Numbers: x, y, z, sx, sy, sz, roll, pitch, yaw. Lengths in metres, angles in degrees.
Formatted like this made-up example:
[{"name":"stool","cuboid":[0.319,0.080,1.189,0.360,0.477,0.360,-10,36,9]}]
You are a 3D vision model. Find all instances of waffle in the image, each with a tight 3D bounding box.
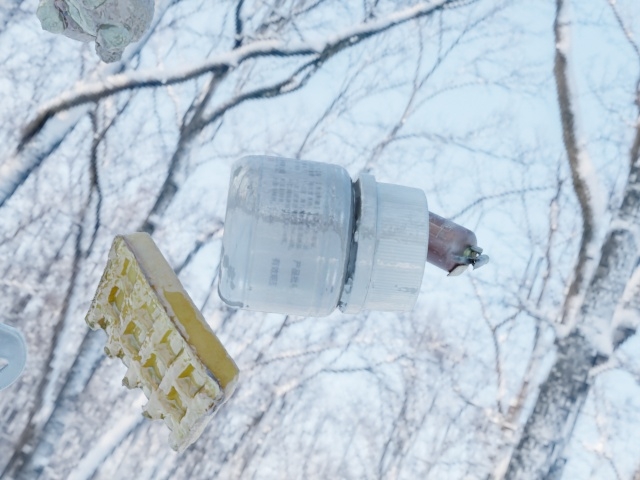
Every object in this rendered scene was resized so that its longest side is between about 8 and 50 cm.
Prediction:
[{"name":"waffle","cuboid":[-0.285,0.185,1.720,0.348,0.077,0.304,54,-39,16]}]

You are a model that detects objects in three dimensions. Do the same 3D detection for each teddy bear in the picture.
[{"name":"teddy bear","cuboid":[-0.406,-0.423,1.697,0.267,0.151,0.236,14,-43,39]}]

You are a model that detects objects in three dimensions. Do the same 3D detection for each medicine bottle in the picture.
[{"name":"medicine bottle","cuboid":[0.000,0.000,1.519,0.306,0.245,0.245,7,-24,-5]}]

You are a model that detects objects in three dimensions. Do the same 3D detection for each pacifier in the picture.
[{"name":"pacifier","cuboid":[-0.698,0.221,1.825,0.279,0.227,0.207,50,6,-30]}]

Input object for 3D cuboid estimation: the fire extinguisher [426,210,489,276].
[{"name":"fire extinguisher","cuboid":[0.214,-0.002,1.864,0.269,0.105,0.105,30,-18,38]}]
